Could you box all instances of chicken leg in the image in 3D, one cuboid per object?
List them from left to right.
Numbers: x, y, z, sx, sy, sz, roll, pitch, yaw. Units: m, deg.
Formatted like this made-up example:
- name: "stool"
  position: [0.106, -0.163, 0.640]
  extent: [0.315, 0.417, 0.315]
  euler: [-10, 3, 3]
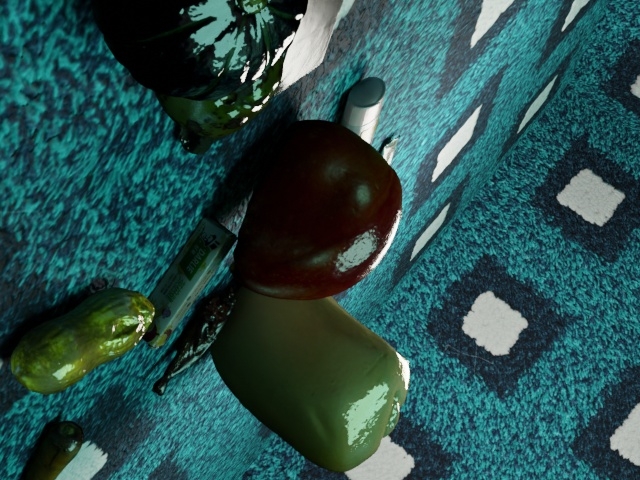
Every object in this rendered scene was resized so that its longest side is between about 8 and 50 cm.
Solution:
- name: "chicken leg"
  position: [-0.214, 0.170, 1.594]
  extent: [0.219, 0.048, 0.089]
  euler: [-53, 164, 4]

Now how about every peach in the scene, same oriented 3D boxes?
- name: "peach"
  position: [-0.012, -0.029, 1.366]
  extent: [0.275, 0.245, 0.249]
  euler: [-53, 142, -21]

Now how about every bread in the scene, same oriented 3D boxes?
- name: "bread"
  position: [-0.022, 0.241, 1.720]
  extent: [0.253, 0.376, 0.348]
  euler: [-47, 168, -20]

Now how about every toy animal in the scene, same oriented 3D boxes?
- name: "toy animal"
  position: [-0.113, -0.153, 1.099]
  extent: [0.136, 0.047, 0.065]
  euler: [-48, 172, -24]

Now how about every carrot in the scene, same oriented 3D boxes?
- name: "carrot"
  position: [-0.401, 0.328, 1.372]
  extent: [0.161, 0.055, 0.055]
  euler: [-51, 169, 27]

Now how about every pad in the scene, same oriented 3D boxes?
- name: "pad"
  position: [-0.006, -0.280, 1.217]
  extent: [0.116, 0.004, 0.193]
  euler: [-42, 163, -38]

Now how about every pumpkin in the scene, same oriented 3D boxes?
- name: "pumpkin"
  position: [-0.096, -0.211, 0.763]
  extent: [0.194, 0.150, 0.194]
  euler: [-43, 140, -52]

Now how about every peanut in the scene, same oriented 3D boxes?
- name: "peanut"
  position: [-0.286, 0.117, 1.130]
  extent: [0.206, 0.087, 0.087]
  euler: [-32, 156, -51]

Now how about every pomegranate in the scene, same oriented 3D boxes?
- name: "pomegranate"
  position: [-0.093, -0.174, 0.928]
  extent: [0.138, 0.125, 0.163]
  euler: [-56, 168, 29]

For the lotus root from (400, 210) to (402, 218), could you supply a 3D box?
- name: "lotus root"
  position: [0.076, -0.020, 1.922]
  extent: [0.241, 0.124, 0.123]
  euler: [-49, 160, -4]

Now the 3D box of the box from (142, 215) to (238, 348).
- name: "box"
  position: [-0.200, 0.061, 1.352]
  extent: [0.207, 0.050, 0.041]
  euler: [-54, 169, 9]

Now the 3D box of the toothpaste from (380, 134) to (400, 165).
- name: "toothpaste"
  position: [0.122, -0.136, 1.984]
  extent: [0.056, 0.036, 0.205]
  euler: [-37, 156, -44]

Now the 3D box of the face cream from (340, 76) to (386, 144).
- name: "face cream"
  position: [0.064, -0.190, 1.583]
  extent: [0.084, 0.057, 0.198]
  euler: [-47, 166, -28]
